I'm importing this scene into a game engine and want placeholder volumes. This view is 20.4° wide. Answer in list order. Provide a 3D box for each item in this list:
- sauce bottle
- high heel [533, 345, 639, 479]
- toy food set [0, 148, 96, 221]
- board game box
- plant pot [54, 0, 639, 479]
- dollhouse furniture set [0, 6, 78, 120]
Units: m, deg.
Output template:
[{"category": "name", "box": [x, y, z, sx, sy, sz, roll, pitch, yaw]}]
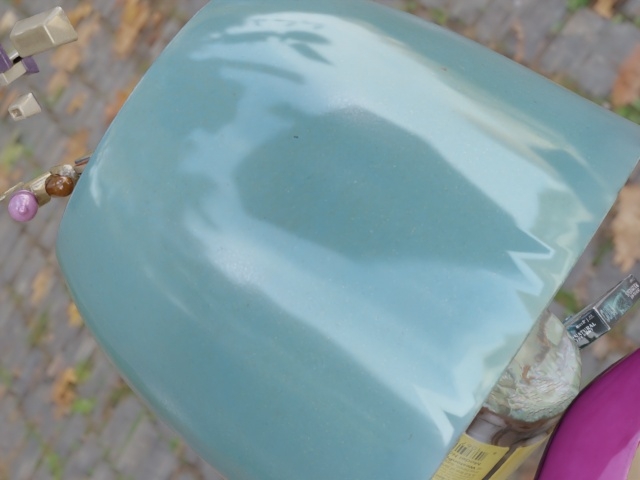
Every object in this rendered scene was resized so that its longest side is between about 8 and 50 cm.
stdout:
[{"category": "sauce bottle", "box": [0.066, 0.162, 1.276, 0.344, 0.111, 0.111, 124, 161, -49]}, {"category": "high heel", "box": [0.232, 0.097, 0.903, 0.377, 0.127, 0.181, -62, 26, 0]}, {"category": "toy food set", "box": [-0.171, -0.037, 1.187, 0.122, 0.019, 0.078, -19, 14, 33]}, {"category": "board game box", "box": [0.225, 0.089, 1.620, 0.126, 0.026, 0.186, -39, -6, 20]}, {"category": "plant pot", "box": [0.000, 0.000, 0.974, 0.293, 0.235, 0.293, -56, -5, -7]}, {"category": "dollhouse furniture set", "box": [-0.229, -0.168, 1.545, 0.114, 0.091, 0.081, -11, 24, 44]}]
